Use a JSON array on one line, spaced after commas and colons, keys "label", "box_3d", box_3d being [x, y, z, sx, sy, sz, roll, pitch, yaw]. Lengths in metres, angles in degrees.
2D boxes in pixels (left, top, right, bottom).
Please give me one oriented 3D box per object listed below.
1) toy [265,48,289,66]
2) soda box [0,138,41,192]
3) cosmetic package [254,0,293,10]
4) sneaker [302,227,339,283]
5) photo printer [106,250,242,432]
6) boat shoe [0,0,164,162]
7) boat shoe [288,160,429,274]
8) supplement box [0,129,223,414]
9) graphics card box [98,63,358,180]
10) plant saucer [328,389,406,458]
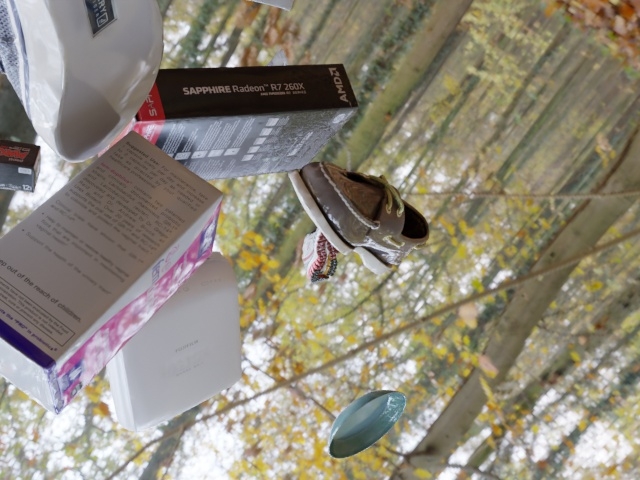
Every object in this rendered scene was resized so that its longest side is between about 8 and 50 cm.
[{"label": "toy", "box_3d": [-0.125, -0.249, 1.423, 0.056, 0.237, 0.137, 42, -179, 5]}, {"label": "soda box", "box_3d": [-0.510, -0.120, 1.087, 0.169, 0.053, 0.060, 8, -136, -15]}, {"label": "cosmetic package", "box_3d": [-0.130, -0.671, 1.431, 0.284, 0.377, 0.097, -2, -150, -44]}, {"label": "sneaker", "box_3d": [0.000, 0.000, 1.691, 0.088, 0.225, 0.092, -10, -128, -30]}, {"label": "photo printer", "box_3d": [-0.265, 0.171, 1.315, 0.256, 0.307, 0.107, -23, -138, -32]}, {"label": "boat shoe", "box_3d": [-0.211, -0.195, 0.528, 0.158, 0.340, 0.127, 41, -117, 5]}, {"label": "boat shoe", "box_3d": [0.060, -0.037, 0.928, 0.116, 0.097, 0.324, 65, -167, 23]}, {"label": "supplement box", "box_3d": [-0.199, 0.024, 0.644, 0.114, 0.111, 0.220, 33, -123, 8]}, {"label": "graphics card box", "box_3d": [-0.151, -0.182, 1.173, 0.371, 0.233, 0.094, -9, -108, -29]}, {"label": "plant saucer", "box_3d": [0.054, 0.225, 0.911, 0.119, 0.119, 0.021, 7, -148, -47]}]
